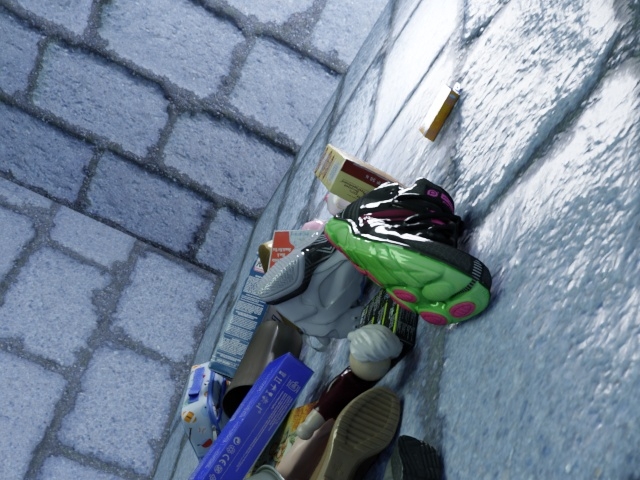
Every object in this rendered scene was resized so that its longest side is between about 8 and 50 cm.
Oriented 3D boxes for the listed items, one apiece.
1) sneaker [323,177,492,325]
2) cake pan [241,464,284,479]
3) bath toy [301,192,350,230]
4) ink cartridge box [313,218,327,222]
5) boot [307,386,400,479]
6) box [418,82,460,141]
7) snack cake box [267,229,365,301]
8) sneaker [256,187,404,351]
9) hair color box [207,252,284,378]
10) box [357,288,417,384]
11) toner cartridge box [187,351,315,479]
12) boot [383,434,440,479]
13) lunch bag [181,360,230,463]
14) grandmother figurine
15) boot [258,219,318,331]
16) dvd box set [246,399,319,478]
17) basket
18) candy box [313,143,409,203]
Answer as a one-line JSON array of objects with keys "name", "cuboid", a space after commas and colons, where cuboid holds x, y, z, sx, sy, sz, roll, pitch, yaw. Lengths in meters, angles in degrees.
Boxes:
[{"name": "sneaker", "cuboid": [0.148, -0.012, 1.365, 0.202, 0.185, 0.483, -47, 23, -1]}, {"name": "cake pan", "cuboid": [-0.092, 0.515, 1.322, 0.293, 0.054, 0.293, 177, 90, -67]}, {"name": "bath toy", "cuboid": [0.006, 0.011, 2.106, 0.348, 0.151, 0.129, -65, 3, -18]}, {"name": "ink cartridge box", "cuboid": [0.000, 0.000, 2.352, 0.109, 0.063, 0.150, -65, 11, -2]}, {"name": "boot", "cuboid": [0.034, 0.367, 1.336, 0.248, 0.090, 0.207, -53, -11, -31]}, {"name": "box", "cuboid": [0.270, -0.295, 1.847, 0.081, 0.028, 0.136, -96, 32, -70]}, {"name": "snack cake box", "cuboid": [-0.011, 0.056, 1.884, 0.264, 0.089, 0.152, 0, 80, 51]}, {"name": "sneaker", "cuboid": [0.066, 0.062, 1.685, 0.365, 0.210, 0.137, -38, 13, 0]}, {"name": "hair color box", "cuboid": [-0.173, 0.229, 2.276, 0.347, 0.105, 0.174, -67, -23, -15]}, {"name": "box", "cuboid": [0.119, 0.157, 1.507, 0.184, 0.045, 0.191, -51, 16, 42]}, {"name": "toner cartridge box", "cuboid": [-0.155, 0.407, 1.742, 0.348, 0.075, 0.165, -54, 5, -24]}, {"name": "boot", "cuboid": [0.100, 0.383, 1.054, 0.246, 0.083, 0.161, -76, 8, -66]}, {"name": "lunch bag", "cuboid": [-0.296, 0.478, 2.256, 0.303, 0.114, 0.243, -98, -7, -68]}, {"name": "grandmother figurine", "cuboid": [0.030, 0.287, 1.391, 0.342, 0.104, 0.208, -60, -7, 17]}, {"name": "boot", "cuboid": [-0.040, 0.095, 2.204, 0.203, 0.262, 0.095, -26, 15, -31]}, {"name": "dvd box set", "cuboid": [-0.088, 0.496, 1.673, 0.420, 0.062, 0.308, -40, 27, 64]}, {"name": "basket", "cuboid": [-0.134, 0.326, 2.051, 0.204, 0.154, 0.227, -52, 13, 46]}, {"name": "candy box", "cuboid": [0.097, -0.132, 1.881, 0.088, 0.182, 0.316, -62, 11, 8]}]
